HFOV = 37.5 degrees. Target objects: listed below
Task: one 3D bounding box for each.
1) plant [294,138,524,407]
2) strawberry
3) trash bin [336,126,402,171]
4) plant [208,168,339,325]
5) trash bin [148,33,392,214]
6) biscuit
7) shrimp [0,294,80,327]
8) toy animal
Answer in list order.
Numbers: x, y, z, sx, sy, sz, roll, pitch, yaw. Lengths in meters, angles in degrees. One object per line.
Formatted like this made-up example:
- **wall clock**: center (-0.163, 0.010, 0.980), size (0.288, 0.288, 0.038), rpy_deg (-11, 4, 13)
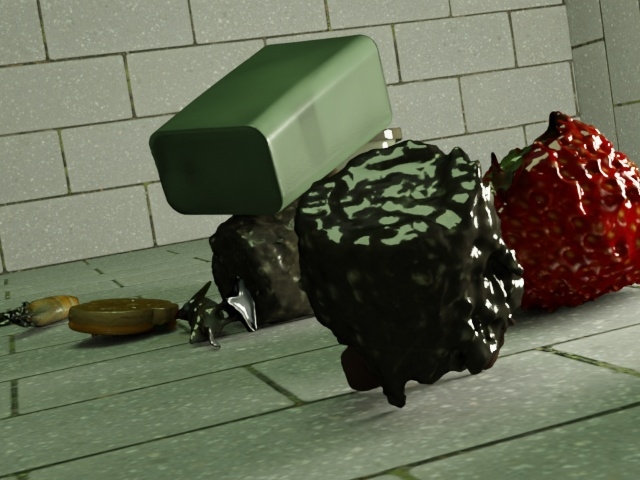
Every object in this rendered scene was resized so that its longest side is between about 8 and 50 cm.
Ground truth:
- **plant**: center (0.077, 0.039, 0.837), size (0.204, 0.234, 0.178), rpy_deg (24, 48, 39)
- **strawberry**: center (0.283, -0.011, 1.112), size (0.261, 0.258, 0.261), rpy_deg (-38, 2, 2)
- **trash bin**: center (0.044, -0.059, 1.676), size (0.219, 0.250, 0.219), rpy_deg (-10, 4, -11)
- **plant**: center (0.000, 0.000, 1.380), size (0.320, 0.182, 0.194), rpy_deg (-19, 29, -32)
- **trash bin**: center (-0.071, -0.176, 1.398), size (0.222, 0.158, 0.343), rpy_deg (1, 27, 31)
- **biscuit**: center (-0.290, 0.120, 1.418), size (0.170, 0.050, 0.170), rpy_deg (0, 4, 0)
- **shrimp**: center (-0.549, 0.141, 1.671), size (0.198, 0.051, 0.262), rpy_deg (-15, 1, 8)
- **toy animal**: center (-0.155, 0.102, 1.282), size (0.105, 0.070, 0.202), rpy_deg (-40, 20, -24)
